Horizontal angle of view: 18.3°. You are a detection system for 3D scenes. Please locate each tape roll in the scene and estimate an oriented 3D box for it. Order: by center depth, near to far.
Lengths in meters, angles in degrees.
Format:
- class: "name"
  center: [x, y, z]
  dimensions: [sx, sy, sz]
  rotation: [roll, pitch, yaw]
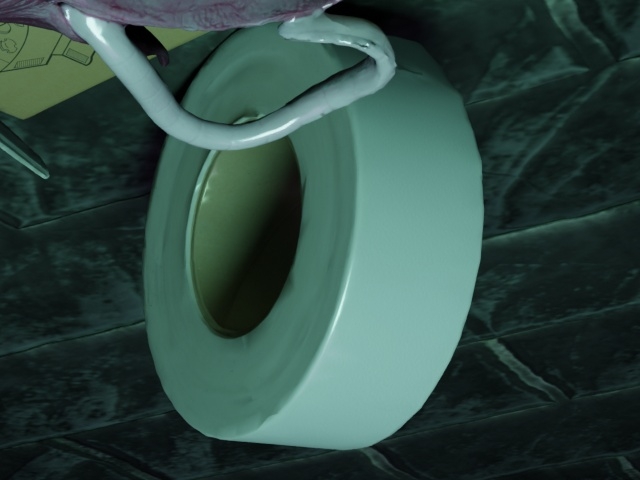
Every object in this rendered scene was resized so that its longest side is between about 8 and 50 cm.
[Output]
- class: "tape roll"
  center: [-0.012, -0.004, 1.333]
  dimensions: [0.100, 0.286, 0.286]
  rotation: [9, 153, -31]

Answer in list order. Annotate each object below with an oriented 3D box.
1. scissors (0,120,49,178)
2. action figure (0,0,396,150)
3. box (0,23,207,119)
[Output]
- class: "scissors"
  center: [-0.258, -0.127, 1.022]
  dimensions: [0.021, 0.297, 0.109]
  rotation: [-52, 154, 20]
- class: "action figure"
  center: [-0.170, -0.145, 0.962]
  dimensions: [0.248, 0.276, 0.370]
  rotation: [-30, 173, 24]
- class: "box"
  center: [-0.182, -0.144, 1.292]
  dimensions: [0.201, 0.021, 0.164]
  rotation: [-21, 153, 33]
